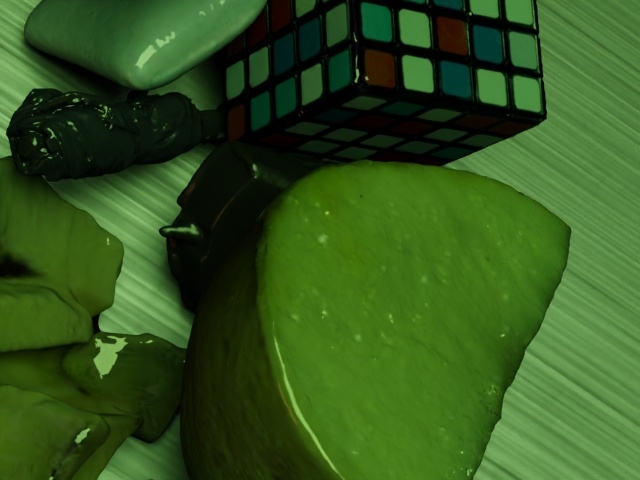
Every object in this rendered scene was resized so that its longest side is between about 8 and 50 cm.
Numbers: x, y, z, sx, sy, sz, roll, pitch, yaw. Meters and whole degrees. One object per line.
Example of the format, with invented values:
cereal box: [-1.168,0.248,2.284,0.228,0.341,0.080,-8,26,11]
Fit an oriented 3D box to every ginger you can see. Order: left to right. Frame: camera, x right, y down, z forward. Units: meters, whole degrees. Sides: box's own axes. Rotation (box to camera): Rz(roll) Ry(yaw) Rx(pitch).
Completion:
ginger: [-0.254,0.073,1.360,0.358,0.211,0.413,-26,84,-23]

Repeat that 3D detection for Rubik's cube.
Rubik's cube: [0.043,-0.160,1.495,0.184,0.187,0.182,6,74,-32]

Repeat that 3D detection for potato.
potato: [-0.014,0.086,1.366,0.213,0.280,0.330,40,47,-11]

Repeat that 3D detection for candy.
candy: [-0.134,-0.172,1.484,0.138,0.174,0.071,-38,126,-21]

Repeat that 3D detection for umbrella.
umbrella: [-0.128,-0.085,1.456,0.248,0.071,0.071,-8,77,-50]

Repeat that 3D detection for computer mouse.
computer mouse: [0.000,0.000,1.509,0.264,0.088,0.147,10,117,-21]

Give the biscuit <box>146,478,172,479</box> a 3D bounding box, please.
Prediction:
biscuit: [-0.045,0.252,1.475,0.203,0.016,0.144,5,75,-14]
